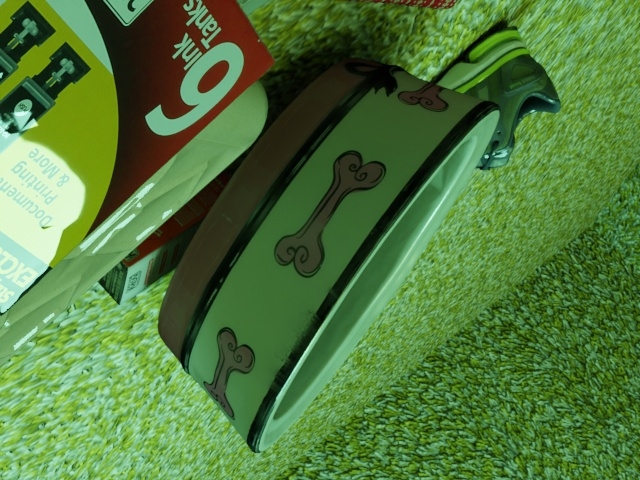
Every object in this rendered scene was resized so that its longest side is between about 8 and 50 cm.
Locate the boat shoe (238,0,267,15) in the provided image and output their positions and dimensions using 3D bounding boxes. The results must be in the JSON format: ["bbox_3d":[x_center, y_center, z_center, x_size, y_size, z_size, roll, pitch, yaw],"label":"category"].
[{"bbox_3d":[-0.029,-0.223,0.874,0.305,0.109,0.091,-38,166,-1],"label":"boat shoe"}]

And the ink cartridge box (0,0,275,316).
[{"bbox_3d":[-0.199,-0.094,0.612,0.272,0.130,0.309,-43,154,-2],"label":"ink cartridge box"}]

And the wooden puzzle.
[{"bbox_3d":[-0.190,-0.002,0.929,0.348,0.080,0.322,-46,177,6],"label":"wooden puzzle"}]

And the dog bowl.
[{"bbox_3d":[0.000,0.000,1.341,0.408,0.150,0.408,-53,171,-12],"label":"dog bowl"}]

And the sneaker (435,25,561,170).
[{"bbox_3d":[0.158,-0.119,1.612,0.300,0.121,0.111,-43,165,-6],"label":"sneaker"}]

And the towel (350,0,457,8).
[{"bbox_3d":[0.124,-0.289,1.246,0.199,0.031,0.275,-50,165,23],"label":"towel"}]

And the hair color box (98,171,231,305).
[{"bbox_3d":[-0.141,-0.006,1.274,0.141,0.043,0.072,-36,163,-32],"label":"hair color box"}]
